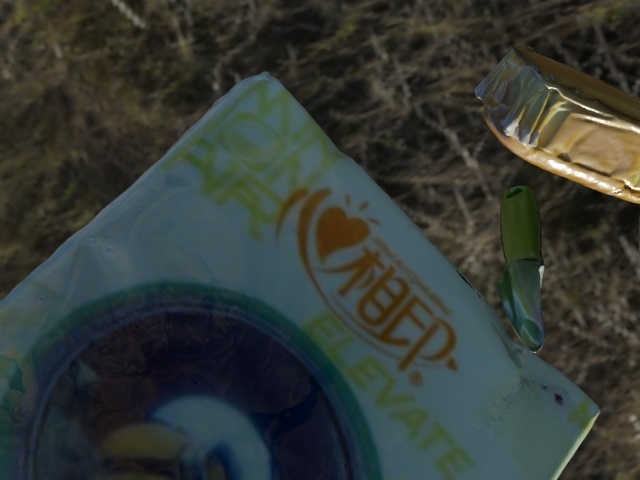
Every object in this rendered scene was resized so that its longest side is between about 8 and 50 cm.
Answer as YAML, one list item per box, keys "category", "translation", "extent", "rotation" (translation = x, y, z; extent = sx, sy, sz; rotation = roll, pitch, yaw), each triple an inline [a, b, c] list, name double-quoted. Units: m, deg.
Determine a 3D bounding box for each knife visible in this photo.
- category: "knife"
  translation: [0.093, 0.007, 0.686]
  extent: [0.184, 0.022, 0.026]
  rotation: [-74, -36, -69]

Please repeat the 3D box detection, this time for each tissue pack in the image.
- category: "tissue pack"
  translation: [-0.068, 0.137, 0.755]
  extent: [0.287, 0.388, 0.162]
  rotation: [46, 143, -4]

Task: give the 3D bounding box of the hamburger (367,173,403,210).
- category: "hamburger"
  translation: [0.000, 0.000, 1.427]
  extent: [0.185, 0.159, 0.131]
  rotation: [43, -174, 21]

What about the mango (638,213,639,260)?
- category: "mango"
  translation: [0.399, 0.070, 1.285]
  extent: [0.221, 0.199, 0.384]
  rotation: [-16, 94, 25]

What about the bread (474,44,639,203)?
- category: "bread"
  translation: [0.302, -0.126, 1.670]
  extent: [0.107, 0.241, 0.136]
  rotation: [-62, 22, 20]
